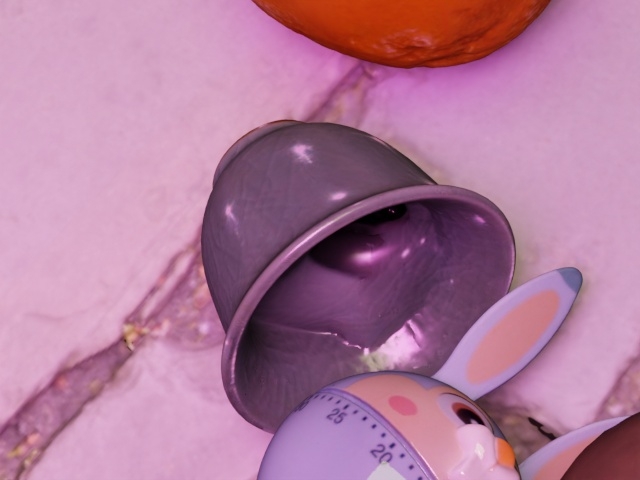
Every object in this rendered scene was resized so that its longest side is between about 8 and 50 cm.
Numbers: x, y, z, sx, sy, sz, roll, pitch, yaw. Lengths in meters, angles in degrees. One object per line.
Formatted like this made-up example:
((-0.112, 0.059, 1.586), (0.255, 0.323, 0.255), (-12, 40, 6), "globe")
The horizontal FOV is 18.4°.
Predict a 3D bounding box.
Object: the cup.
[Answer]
((0.000, 0.000, 1.219), (0.199, 0.199, 0.150), (-31, 52, -5), "cup")

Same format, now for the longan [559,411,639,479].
((0.225, 0.218, 1.068), (0.258, 0.258, 0.258), (-2, 70, 5), "longan")

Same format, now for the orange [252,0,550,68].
((0.050, -0.240, 1.256), (0.261, 0.261, 0.261), (-2, 70, 5), "orange")

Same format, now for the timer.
((0.083, 0.130, 1.155), (0.255, 0.175, 0.175), (-29, 70, -1), "timer")
